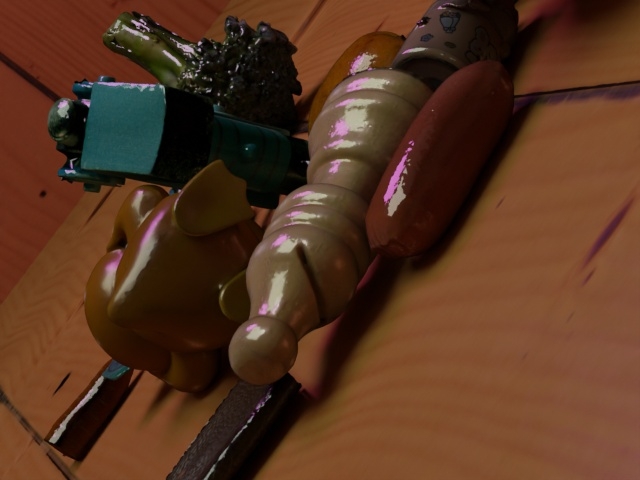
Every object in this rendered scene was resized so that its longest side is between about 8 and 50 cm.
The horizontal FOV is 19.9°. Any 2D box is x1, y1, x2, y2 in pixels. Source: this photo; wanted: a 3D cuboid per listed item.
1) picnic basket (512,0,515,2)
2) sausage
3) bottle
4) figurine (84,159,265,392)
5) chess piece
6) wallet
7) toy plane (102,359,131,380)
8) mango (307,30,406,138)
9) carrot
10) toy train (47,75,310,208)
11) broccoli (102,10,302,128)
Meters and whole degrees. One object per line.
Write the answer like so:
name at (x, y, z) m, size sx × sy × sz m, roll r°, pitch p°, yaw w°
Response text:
picnic basket at (0.158, -0.340, 1.843) m, size 0.165 × 0.139 × 0.267 m, roll -49°, pitch 14°, yaw 13°
sausage at (0.098, -0.067, 1.486) m, size 0.194 × 0.077 × 0.077 m, roll -58°, pitch 14°, yaw -24°
bottle at (0.128, -0.181, 1.642) m, size 0.099 × 0.099 × 0.152 m, roll -36°, pitch 17°, yaw 49°
figurine at (-0.133, 0.040, 1.747) m, size 0.215 × 0.215 × 0.228 m, roll -53°, pitch 0°, yaw -6°
chess piece at (0.000, 0.000, 1.538) m, size 0.138 × 0.124 × 0.307 m, roll -4°, pitch 42°, yaw 36°
wallet at (-0.103, 0.205, 1.526) m, size 0.243 × 0.039 × 0.133 m, roll -54°, pitch 9°, yaw -5°
toy plane at (-0.153, 0.028, 2.031) m, size 0.155 × 0.106 × 0.382 m, roll -24°, pitch 24°, yaw 40°
mango at (0.047, -0.149, 1.847) m, size 0.165 × 0.089 × 0.115 m, roll -32°, pitch 33°, yaw 63°
carrot at (-0.251, 0.183, 2.057) m, size 0.139 × 0.048 × 0.048 m, roll -52°, pitch 13°, yaw -12°
toy train at (-0.131, -0.094, 1.888) m, size 0.194 × 0.298 × 0.120 m, roll 6°, pitch 87°, yaw 41°
broccoli at (-0.134, -0.216, 2.324) m, size 0.275 × 0.198 × 0.177 m, roll 37°, pitch 111°, yaw 45°
